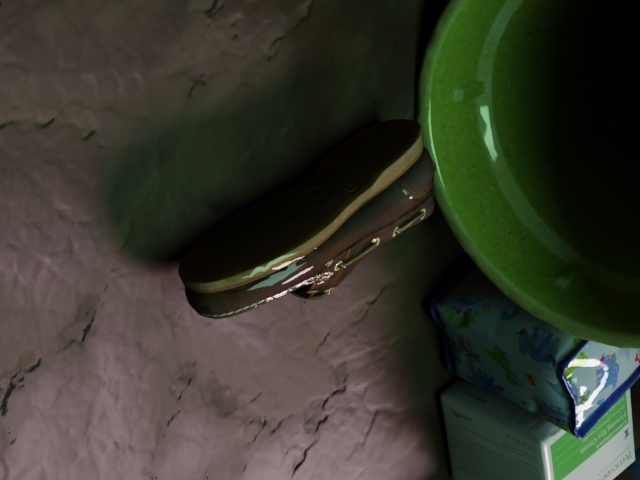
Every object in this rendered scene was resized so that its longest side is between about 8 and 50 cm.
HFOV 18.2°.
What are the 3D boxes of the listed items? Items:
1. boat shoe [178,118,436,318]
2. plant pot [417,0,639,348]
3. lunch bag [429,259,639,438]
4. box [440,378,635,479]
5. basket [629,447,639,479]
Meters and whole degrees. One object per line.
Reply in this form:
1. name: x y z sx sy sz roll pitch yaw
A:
1. boat shoe: 0.000 0.000 1.260 0.207 0.073 0.073 -33 126 -31
2. plant pot: 0.248 -0.099 1.357 0.254 0.276 0.276 -29 127 -49
3. lunch bag: 0.175 0.049 1.417 0.151 0.129 0.096 -44 139 -25
4. box: 0.160 0.137 1.459 0.101 0.102 0.087 -35 131 -32
5. basket: 0.380 0.255 1.613 0.201 0.255 0.289 -38 163 25
